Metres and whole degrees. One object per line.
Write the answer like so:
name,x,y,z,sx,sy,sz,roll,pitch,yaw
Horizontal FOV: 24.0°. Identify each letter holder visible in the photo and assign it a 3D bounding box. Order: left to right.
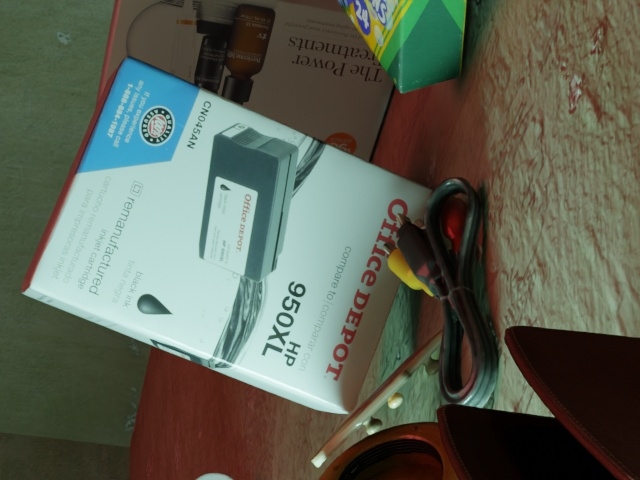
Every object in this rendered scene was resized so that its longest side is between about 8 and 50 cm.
letter holder,0.154,0.169,0.964,0.302,0.214,0.152,-121,41,-72

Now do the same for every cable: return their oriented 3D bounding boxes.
cable,0.145,0.047,1.528,0.139,0.072,0.287,-46,41,21

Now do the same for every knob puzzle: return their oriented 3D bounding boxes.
knob puzzle,0.064,0.178,1.598,0.213,0.030,0.213,-44,-3,-3

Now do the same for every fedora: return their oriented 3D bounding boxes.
fedora,0.080,0.263,1.483,0.194,0.194,0.079,-106,-10,-63

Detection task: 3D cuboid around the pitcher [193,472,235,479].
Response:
pitcher,-0.168,0.502,2.492,0.177,0.125,0.207,-124,29,-42

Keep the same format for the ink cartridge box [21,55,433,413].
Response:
ink cartridge box,-0.106,0.000,1.741,0.166,0.395,0.285,167,125,-75

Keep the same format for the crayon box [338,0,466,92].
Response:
crayon box,0.084,-0.349,1.630,0.323,0.083,0.203,90,157,-47

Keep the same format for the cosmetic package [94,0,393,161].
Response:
cosmetic package,-0.097,-0.220,1.998,0.097,0.377,0.284,-95,18,-50
